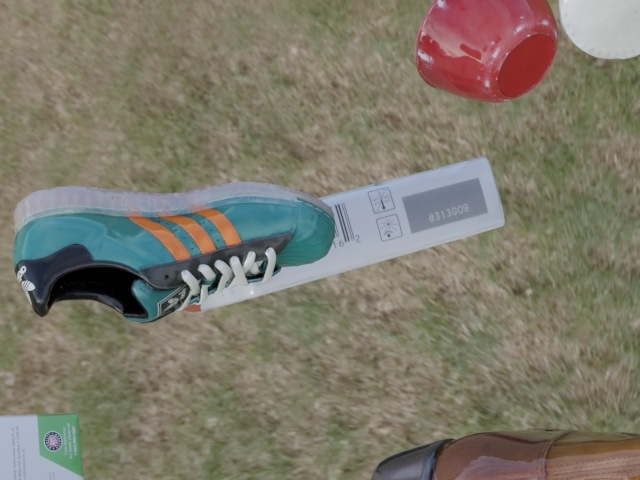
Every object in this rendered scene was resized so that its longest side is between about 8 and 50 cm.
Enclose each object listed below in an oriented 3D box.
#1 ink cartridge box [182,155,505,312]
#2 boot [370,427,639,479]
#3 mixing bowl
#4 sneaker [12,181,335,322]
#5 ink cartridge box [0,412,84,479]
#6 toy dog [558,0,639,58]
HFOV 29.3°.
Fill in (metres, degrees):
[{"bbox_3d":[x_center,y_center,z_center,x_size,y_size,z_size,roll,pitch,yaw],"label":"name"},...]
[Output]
[{"bbox_3d":[0.000,0.000,1.475,0.308,0.385,0.091,-16,90,-19],"label":"ink cartridge box"},{"bbox_3d":[0.212,0.133,0.695,0.280,0.264,0.096,-19,60,40],"label":"boot"},{"bbox_3d":[0.212,-0.231,1.440,0.181,0.181,0.098,-45,54,2],"label":"mixing bowl"},{"bbox_3d":[-0.129,0.022,1.134,0.302,0.108,0.121,-2,57,-13],"label":"sneaker"},{"bbox_3d":[-0.378,0.284,1.366,0.219,0.092,0.160,1,56,-19],"label":"ink cartridge box"},{"bbox_3d":[0.175,-0.067,0.414,0.333,0.220,0.161,41,76,-12],"label":"toy dog"}]
